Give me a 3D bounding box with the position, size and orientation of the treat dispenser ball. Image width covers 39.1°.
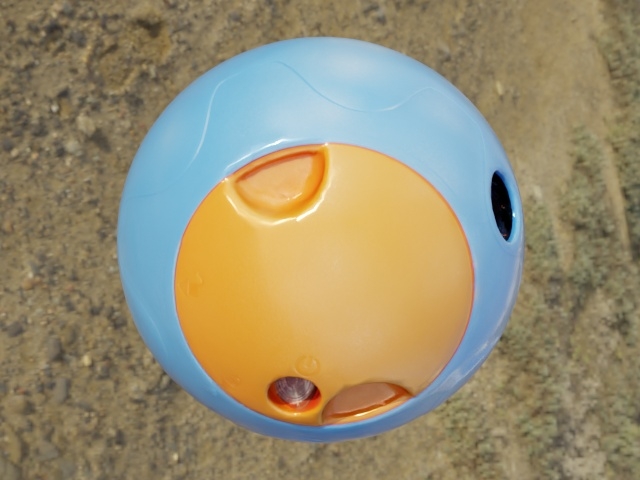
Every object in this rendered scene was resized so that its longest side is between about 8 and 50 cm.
[{"bbox_3d":[0.000,0.000,0.651,0.288,0.288,0.288,22,63,-53],"label":"treat dispenser ball"}]
